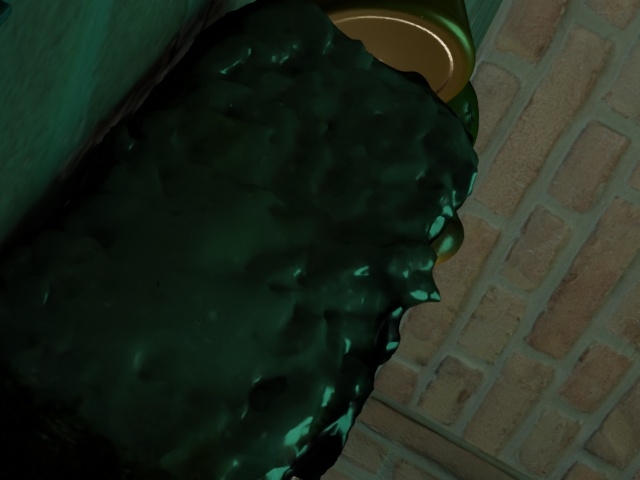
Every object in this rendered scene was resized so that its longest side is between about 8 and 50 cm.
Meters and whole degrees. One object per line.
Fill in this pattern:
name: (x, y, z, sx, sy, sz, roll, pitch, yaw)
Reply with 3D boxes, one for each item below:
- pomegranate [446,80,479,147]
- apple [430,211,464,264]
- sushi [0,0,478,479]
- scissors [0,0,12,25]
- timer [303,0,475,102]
pomegranate: (0.051, -0.108, 1.311, 0.220, 0.156, 0.156, -20, 152, -30)
apple: (0.113, -0.010, 1.522, 0.071, 0.084, 0.084, -27, -170, 24)
sushi: (-0.045, 0.036, 0.735, 0.343, 0.196, 0.182, -57, 167, -34)
scissors: (-0.169, 0.044, 0.460, 0.393, 0.032, 0.180, -61, 175, 5)
timer: (0.039, -0.179, 0.954, 0.132, 0.132, 0.152, 111, -15, -59)
